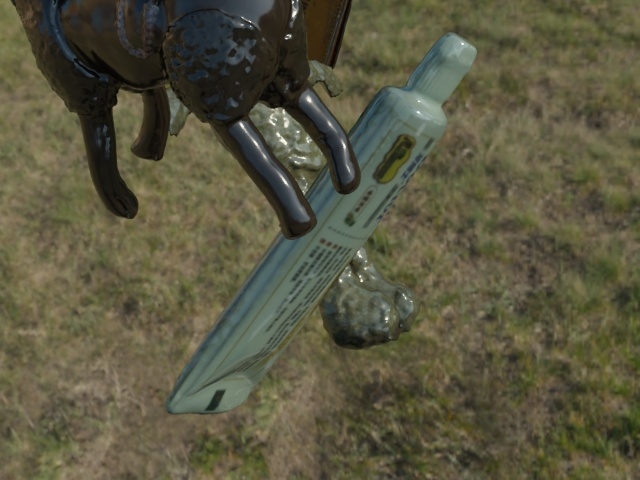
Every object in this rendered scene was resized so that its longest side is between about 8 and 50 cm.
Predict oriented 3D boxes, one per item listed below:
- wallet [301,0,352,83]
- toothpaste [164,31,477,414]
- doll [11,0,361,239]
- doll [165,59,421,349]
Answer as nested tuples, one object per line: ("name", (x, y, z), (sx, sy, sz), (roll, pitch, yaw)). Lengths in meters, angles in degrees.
("wallet", (-0.061, -0.269, 1.006), (0.195, 0.161, 0.042), (22, 38, 4))
("toothpaste", (0.000, 0.000, 0.504), (0.067, 0.255, 0.037), (7, 34, -52))
("doll", (-0.066, -0.084, 0.349), (0.139, 0.165, 0.057), (6, 36, 39))
("doll", (-0.034, -0.072, 0.608), (0.202, 0.091, 0.286), (9, 63, -36))
